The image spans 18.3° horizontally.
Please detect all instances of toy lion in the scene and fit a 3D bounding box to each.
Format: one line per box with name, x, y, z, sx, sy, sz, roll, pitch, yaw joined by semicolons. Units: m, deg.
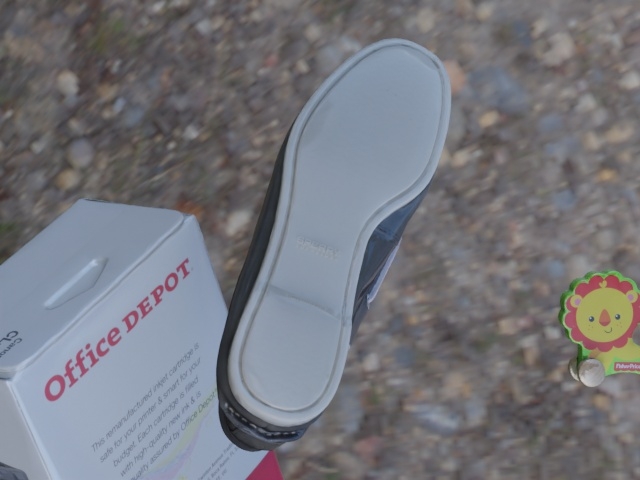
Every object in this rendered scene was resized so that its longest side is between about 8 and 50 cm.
toy lion;0.246;0.072;1.641;0.100;0.034;0.096;2;97;-9

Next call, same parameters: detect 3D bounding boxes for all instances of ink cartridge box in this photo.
ink cartridge box;-0.164;0.152;1.556;0.226;0.131;0.306;-45;129;-39

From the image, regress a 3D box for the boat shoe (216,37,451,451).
boat shoe;0.000;0.000;1.435;0.112;0.095;0.335;26;61;-6
